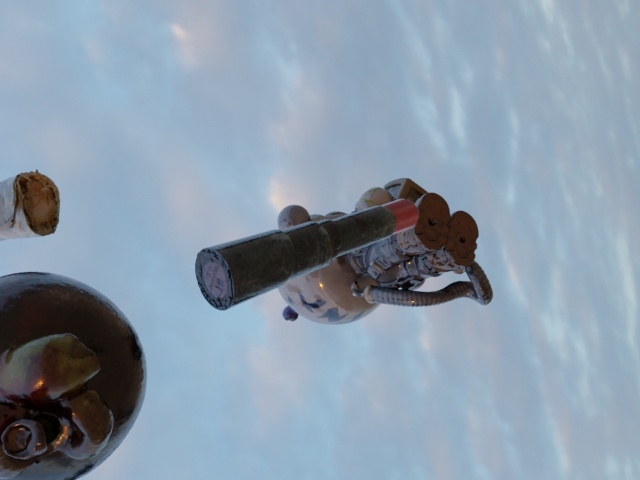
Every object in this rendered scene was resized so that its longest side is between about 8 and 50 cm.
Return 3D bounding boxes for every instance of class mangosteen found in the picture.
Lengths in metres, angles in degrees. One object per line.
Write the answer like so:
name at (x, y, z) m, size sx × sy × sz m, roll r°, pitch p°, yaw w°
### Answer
mangosteen at (-0.284, 0.148, 0.964) m, size 0.228 × 0.228 × 0.265 m, roll 67°, pitch 169°, yaw -21°

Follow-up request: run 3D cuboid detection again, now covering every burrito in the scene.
burrito at (-0.398, -0.038, 1.245) m, size 0.060 × 0.226 × 0.087 m, roll 5°, pitch -98°, yaw -37°

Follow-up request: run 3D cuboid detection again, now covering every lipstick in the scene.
lipstick at (0.000, 0.000, 0.858) m, size 0.234 × 0.053 × 0.053 m, roll -20°, pitch -82°, yaw -38°

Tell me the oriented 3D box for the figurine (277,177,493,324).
figurine at (0.061, 0.015, 1.433) m, size 0.261 × 0.382 × 0.186 m, roll 40°, pitch -124°, yaw -20°
